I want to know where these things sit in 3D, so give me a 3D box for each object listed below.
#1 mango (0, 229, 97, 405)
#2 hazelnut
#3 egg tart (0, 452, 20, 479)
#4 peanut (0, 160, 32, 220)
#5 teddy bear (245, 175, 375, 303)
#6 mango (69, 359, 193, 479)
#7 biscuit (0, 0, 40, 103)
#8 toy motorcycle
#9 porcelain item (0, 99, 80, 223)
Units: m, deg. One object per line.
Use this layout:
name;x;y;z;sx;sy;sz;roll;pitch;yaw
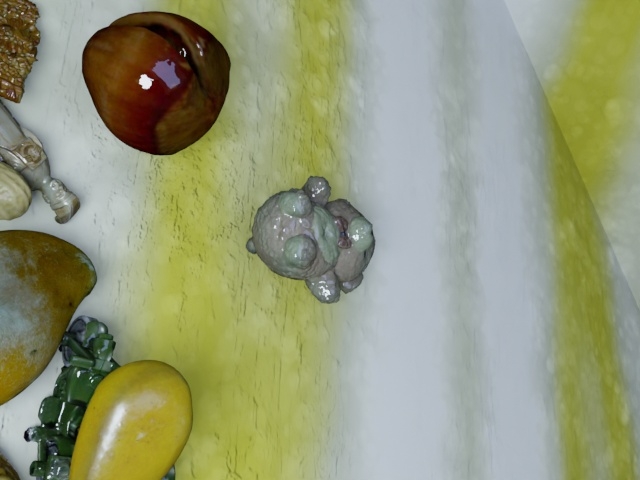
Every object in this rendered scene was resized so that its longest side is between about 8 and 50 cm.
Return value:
mango;-0.396;0.087;0.917;0.193;0.146;0.316;59;38;-12
hazelnut;-0.252;-0.248;1.161;0.217;0.217;0.251;60;33;-14
egg tart;-0.402;0.320;0.858;0.191;0.074;0.191;28;58;-60
peanut;-0.454;-0.096;0.960;0.187;0.082;0.082;48;47;-24
teddy bear;-0.001;0.000;1.371;0.267;0.151;0.236;10;71;-42
mango;-0.233;0.237;0.910;0.137;0.098;0.195;48;66;-30
biscuit;-0.450;-0.283;1.033;0.126;0.025;0.206;21;45;-35
toy motorcycle;-0.277;0.246;1.005;0.205;0.127;0.275;22;65;-38
porcelain item;-0.411;-0.113;1.035;0.213;0.054;0.084;52;45;-23
